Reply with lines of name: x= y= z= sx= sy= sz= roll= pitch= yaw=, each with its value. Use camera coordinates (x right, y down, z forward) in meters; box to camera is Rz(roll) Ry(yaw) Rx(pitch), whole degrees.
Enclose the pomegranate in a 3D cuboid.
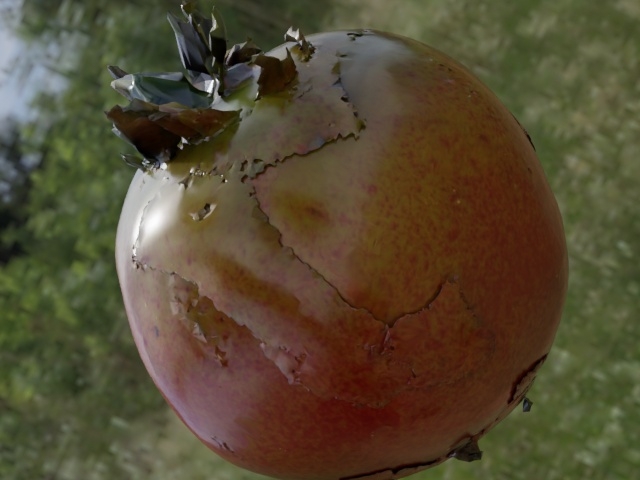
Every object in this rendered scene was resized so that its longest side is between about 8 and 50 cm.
pomegranate: x=0.000 y=0.000 z=0.763 sx=0.210 sy=0.235 sz=0.210 roll=-41 pitch=19 yaw=17
